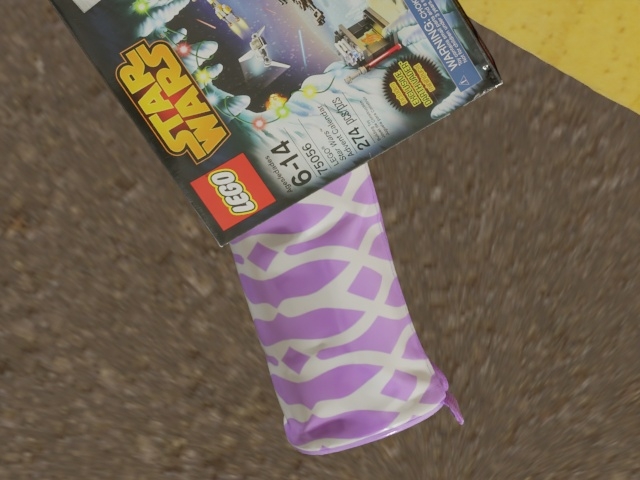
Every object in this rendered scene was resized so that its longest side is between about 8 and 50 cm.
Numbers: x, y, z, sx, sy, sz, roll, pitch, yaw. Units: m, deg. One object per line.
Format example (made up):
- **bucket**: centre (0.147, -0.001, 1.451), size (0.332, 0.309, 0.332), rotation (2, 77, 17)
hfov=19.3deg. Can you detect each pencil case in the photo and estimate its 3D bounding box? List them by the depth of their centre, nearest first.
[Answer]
- **pencil case**: centre (0.000, 0.000, 0.908), size (0.088, 0.086, 0.206), rotation (-16, 100, -4)

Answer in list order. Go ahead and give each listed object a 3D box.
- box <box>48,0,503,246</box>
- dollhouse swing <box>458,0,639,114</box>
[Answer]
- **box**: centre (-0.024, -0.077, 0.510), size (0.094, 0.027, 0.137), rotation (-30, 112, 10)
- **dollhouse swing**: centre (0.080, -0.271, 0.891), size (0.347, 0.305, 0.315), rotation (29, 128, -10)
